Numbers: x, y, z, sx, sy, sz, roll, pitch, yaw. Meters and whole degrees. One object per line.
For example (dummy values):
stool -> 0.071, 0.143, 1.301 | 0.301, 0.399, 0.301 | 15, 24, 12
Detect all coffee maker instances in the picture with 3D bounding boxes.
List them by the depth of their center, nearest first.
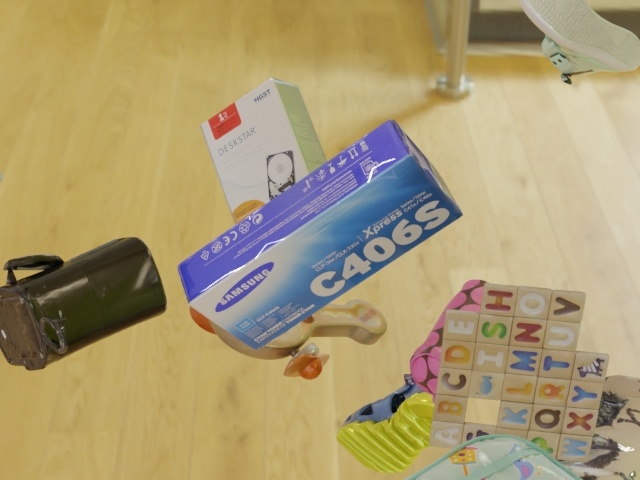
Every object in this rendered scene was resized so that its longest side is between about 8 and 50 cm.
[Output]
coffee maker -> -0.272, 0.077, 1.307 | 0.178, 0.120, 0.171 | -26, 35, -38

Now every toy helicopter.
toy helicopter -> -0.023, 0.138, 1.822 | 0.355, 0.140, 0.235 | 6, 39, -40

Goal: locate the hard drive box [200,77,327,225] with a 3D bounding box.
hard drive box -> -0.092, -0.142, 2.005 | 0.089, 0.181, 0.232 | 7, 57, -57

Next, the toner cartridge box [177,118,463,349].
toner cartridge box -> 0.000, 0.000, 1.476 | 0.348, 0.165, 0.075 | -34, 49, 13

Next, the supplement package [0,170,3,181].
supplement package -> -0.591, -0.140, 1.561 | 0.194, 0.203, 0.149 | -8, 21, 20

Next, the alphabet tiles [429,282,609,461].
alphabet tiles -> 0.241, 0.161, 1.344 | 0.198, 0.237, 0.009 | 5, 27, 3

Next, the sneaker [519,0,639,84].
sneaker -> 0.385, -0.335, 1.830 | 0.256, 0.094, 0.151 | 26, -15, -28

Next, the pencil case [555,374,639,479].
pencil case -> 0.371, 0.357, 1.569 | 0.184, 0.159, 0.410 | 5, 31, 36

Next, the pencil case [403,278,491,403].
pencil case -> 0.212, 0.152, 1.712 | 0.095, 0.098, 0.209 | 0, 32, 38

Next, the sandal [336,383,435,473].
sandal -> 0.148, 0.295, 1.883 | 0.126, 0.317, 0.138 | 44, 49, -12

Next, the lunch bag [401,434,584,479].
lunch bag -> 0.138, 0.299, 1.030 | 0.279, 0.107, 0.224 | -19, 38, -29
